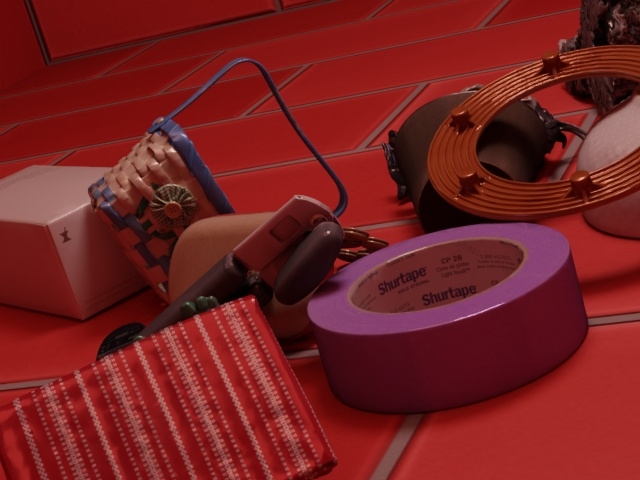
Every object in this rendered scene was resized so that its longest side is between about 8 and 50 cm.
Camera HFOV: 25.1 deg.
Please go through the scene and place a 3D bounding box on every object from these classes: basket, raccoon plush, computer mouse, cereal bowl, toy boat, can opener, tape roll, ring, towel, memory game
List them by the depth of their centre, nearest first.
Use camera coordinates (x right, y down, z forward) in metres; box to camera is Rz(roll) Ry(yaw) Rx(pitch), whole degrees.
[{"bbox_3d":[-0.146,0.179,1.268,0.275,0.031,0.198,-24,59,-7],"label":"towel"},{"bbox_3d":[0.129,0.074,1.471,0.275,0.090,0.275,-15,18,5],"label":"tape roll"},{"bbox_3d":[-0.088,0.062,1.556,0.283,0.076,0.095,-41,24,19],"label":"can opener"},{"bbox_3d":[-0.225,0.163,1.617,0.071,0.041,0.242,-22,23,11],"label":"computer mouse"},{"bbox_3d":[0.280,-0.137,1.640,0.337,0.032,0.336,-16,32,10],"label":"ring"},{"bbox_3d":[-0.066,0.047,1.704,0.231,0.150,0.151,-3,-8,36],"label":"toy boat"},{"bbox_3d":[0.464,-0.129,1.708,0.339,0.141,0.339,-15,18,5],"label":"cereal bowl"},{"bbox_3d":[0.000,0.000,1.762,0.186,0.012,0.186,11,-12,2],"label":"memory game"},{"bbox_3d":[0.187,-0.081,1.806,0.204,0.154,0.227,-7,22,10],"label":"basket"},{"bbox_3d":[-0.134,-0.062,1.881,0.289,0.254,0.201,-39,19,-9],"label":"basket"},{"bbox_3d":[0.543,-0.322,2.162,0.299,0.216,0.446,-9,17,-2],"label":"raccoon plush"}]

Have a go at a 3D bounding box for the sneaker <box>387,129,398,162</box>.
[{"bbox_3d":[0.187,-0.168,2.184,0.188,0.078,0.067,-21,18,-16],"label":"sneaker"}]

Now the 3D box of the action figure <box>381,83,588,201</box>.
[{"bbox_3d":[0.223,-0.145,1.981,0.276,0.140,0.164,-17,4,3],"label":"action figure"}]

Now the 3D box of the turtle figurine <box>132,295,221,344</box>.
[{"bbox_3d":[-0.126,0.158,1.392,0.175,0.118,0.234,-20,32,0],"label":"turtle figurine"}]

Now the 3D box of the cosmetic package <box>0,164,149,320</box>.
[{"bbox_3d":[-0.382,-0.007,2.078,0.197,0.155,0.366,-28,21,-32],"label":"cosmetic package"}]
